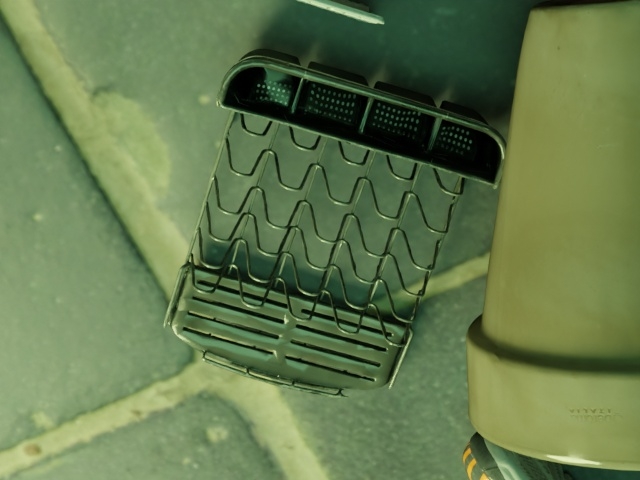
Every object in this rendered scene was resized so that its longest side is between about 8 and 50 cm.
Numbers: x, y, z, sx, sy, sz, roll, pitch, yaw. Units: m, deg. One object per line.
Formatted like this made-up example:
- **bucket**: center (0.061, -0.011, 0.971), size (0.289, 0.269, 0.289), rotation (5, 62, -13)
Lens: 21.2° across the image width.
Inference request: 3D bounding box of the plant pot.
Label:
- **plant pot**: center (0.243, -0.027, 1.138), size (0.323, 0.323, 0.280), rotation (-7, 100, 5)

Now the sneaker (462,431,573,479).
- **sneaker**: center (0.161, 0.301, 1.376), size (0.180, 0.125, 0.321), rotation (-29, 112, 13)

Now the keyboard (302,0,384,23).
- **keyboard**: center (-0.081, -0.189, 1.172), size (0.256, 0.072, 0.014), rotation (17, 102, -7)

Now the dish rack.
- **dish rack**: center (0.000, 0.000, 1.261), size (0.208, 0.074, 0.272), rotation (16, 116, -6)
